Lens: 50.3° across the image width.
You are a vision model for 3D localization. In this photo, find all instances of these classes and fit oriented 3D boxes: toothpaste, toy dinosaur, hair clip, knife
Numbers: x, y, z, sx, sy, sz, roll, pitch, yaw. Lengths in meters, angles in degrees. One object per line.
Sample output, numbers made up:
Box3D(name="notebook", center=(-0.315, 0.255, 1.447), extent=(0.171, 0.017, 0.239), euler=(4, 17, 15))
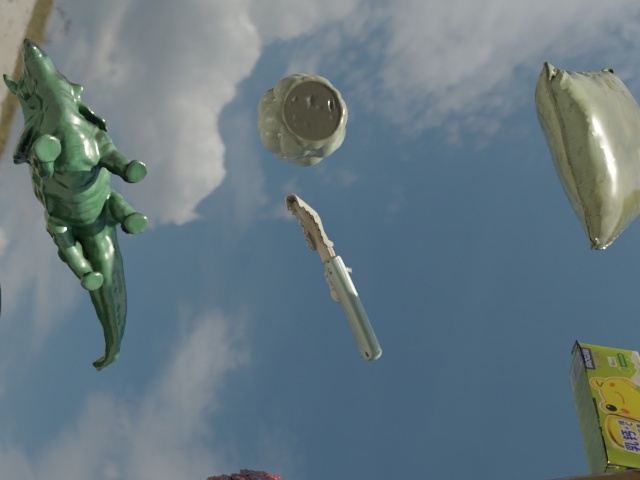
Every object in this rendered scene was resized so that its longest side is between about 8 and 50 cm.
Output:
Box3D(name="toothpaste", center=(0.489, 0.290, 1.122), extent=(0.327, 0.110, 0.077), euler=(-66, 163, -62))
Box3D(name="toy dinosaur", center=(-0.190, -0.019, 0.566), extent=(0.120, 0.079, 0.292), euler=(9, -62, 54))
Box3D(name="hair clip", center=(0.000, 0.000, 1.168), extent=(0.034, 0.226, 0.072), euler=(-14, -149, 24))
Box3D(name="knife", center=(0.044, 0.098, 0.978), extent=(0.044, 0.023, 0.162), euler=(-14, -79, 65))

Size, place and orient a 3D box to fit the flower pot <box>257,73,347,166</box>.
Box3D(name="flower pot", center=(-0.050, -0.317, 1.802), extent=(0.195, 0.246, 0.246), euler=(163, -55, -71))

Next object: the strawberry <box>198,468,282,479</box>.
Box3D(name="strawberry", center=(-0.159, 0.508, 1.170), extent=(0.274, 0.220, 0.274), euler=(-34, -163, 12))

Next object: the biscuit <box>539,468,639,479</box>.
Box3D(name="biscuit", center=(0.169, 0.295, 0.357), extent=(0.394, 0.070, 0.350), euler=(-22, -134, 21))

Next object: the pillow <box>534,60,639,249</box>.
Box3D(name="pillow", center=(0.313, -0.104, 0.750), extent=(0.075, 0.302, 0.185), euler=(-17, -89, 36))
